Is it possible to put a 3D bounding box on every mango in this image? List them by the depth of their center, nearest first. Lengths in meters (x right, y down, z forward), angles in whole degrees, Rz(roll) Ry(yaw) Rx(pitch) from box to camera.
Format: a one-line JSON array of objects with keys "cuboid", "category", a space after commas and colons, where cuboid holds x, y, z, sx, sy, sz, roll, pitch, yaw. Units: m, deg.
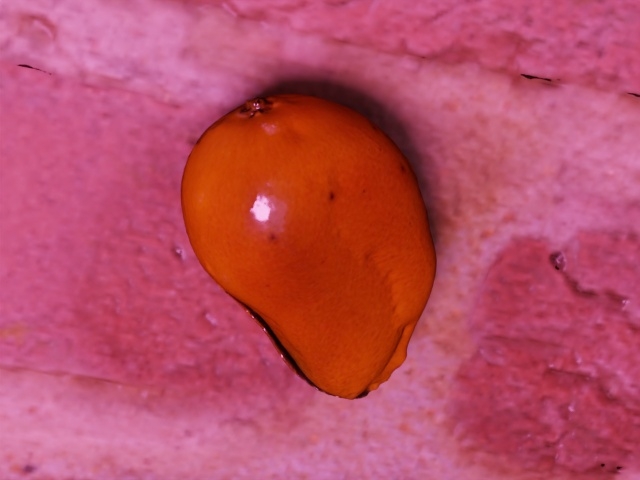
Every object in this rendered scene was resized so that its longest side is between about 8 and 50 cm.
[{"cuboid": [-0.003, -0.003, 0.854, 0.105, 0.084, 0.159, -38, 137, -10], "category": "mango"}]
